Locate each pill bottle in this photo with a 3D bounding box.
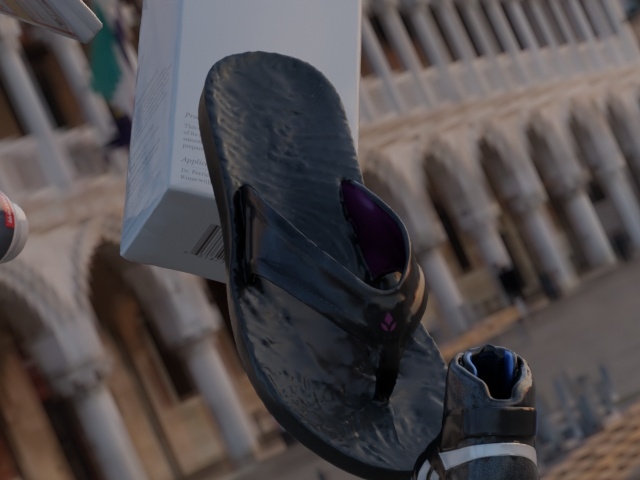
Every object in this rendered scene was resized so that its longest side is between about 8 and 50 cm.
[{"bbox_3d":[-0.417,-0.018,2.270,0.108,0.108,0.180,-25,-11,15],"label":"pill bottle"}]

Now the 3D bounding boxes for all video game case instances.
[{"bbox_3d":[-0.311,-0.266,1.684,0.025,0.204,0.285,-48,30,-10],"label":"video game case"}]

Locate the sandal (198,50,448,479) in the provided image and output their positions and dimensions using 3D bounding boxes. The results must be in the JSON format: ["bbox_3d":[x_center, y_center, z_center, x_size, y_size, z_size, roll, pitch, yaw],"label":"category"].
[{"bbox_3d":[-0.003,-0.001,1.605,0.168,0.445,0.107,-5,-36,-24],"label":"sandal"}]

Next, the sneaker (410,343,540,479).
[{"bbox_3d":[0.114,0.133,1.370,0.079,0.121,0.217,2,-2,-9],"label":"sneaker"}]

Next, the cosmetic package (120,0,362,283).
[{"bbox_3d":[-0.079,-0.153,2.064,0.217,0.385,0.156,16,-35,-18],"label":"cosmetic package"}]
